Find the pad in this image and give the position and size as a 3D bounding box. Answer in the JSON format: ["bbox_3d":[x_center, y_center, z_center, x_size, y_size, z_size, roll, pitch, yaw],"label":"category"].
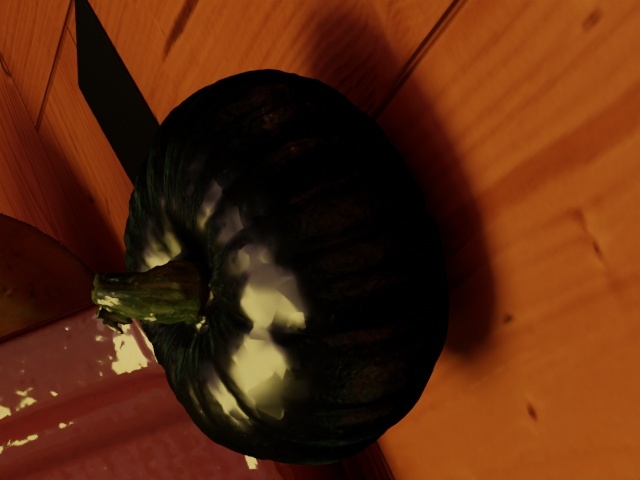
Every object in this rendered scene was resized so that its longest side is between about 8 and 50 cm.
[{"bbox_3d":[-0.133,-0.074,1.403,0.190,0.004,0.127,58,160,23],"label":"pad"}]

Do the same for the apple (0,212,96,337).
[{"bbox_3d":[-0.291,0.144,1.634,0.338,0.338,0.305,61,-179,19],"label":"apple"}]

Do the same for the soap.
[{"bbox_3d":[-0.171,0.166,1.239,0.233,0.360,0.128,68,-162,-4],"label":"soap"}]

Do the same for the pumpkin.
[{"bbox_3d":[-0.018,0.014,0.969,0.194,0.150,0.194,13,120,24],"label":"pumpkin"}]
